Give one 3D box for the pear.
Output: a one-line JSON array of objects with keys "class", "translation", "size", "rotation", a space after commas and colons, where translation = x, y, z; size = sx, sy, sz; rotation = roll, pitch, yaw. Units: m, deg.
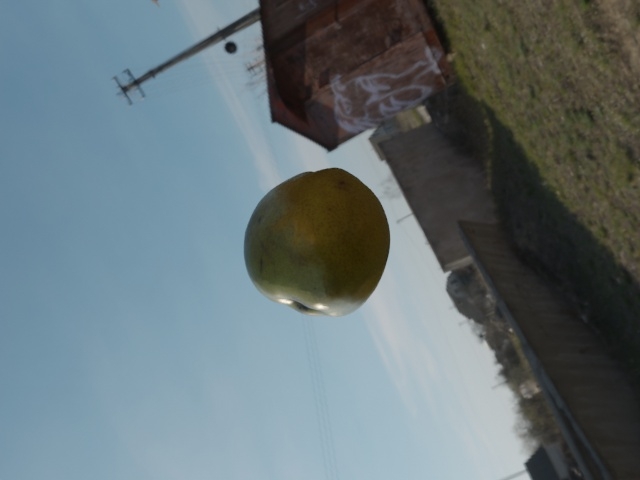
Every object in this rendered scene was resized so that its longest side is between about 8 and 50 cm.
[{"class": "pear", "translation": [0.000, 0.000, 0.796], "size": [0.209, 0.208, 0.209], "rotation": [59, -167, -21]}]
